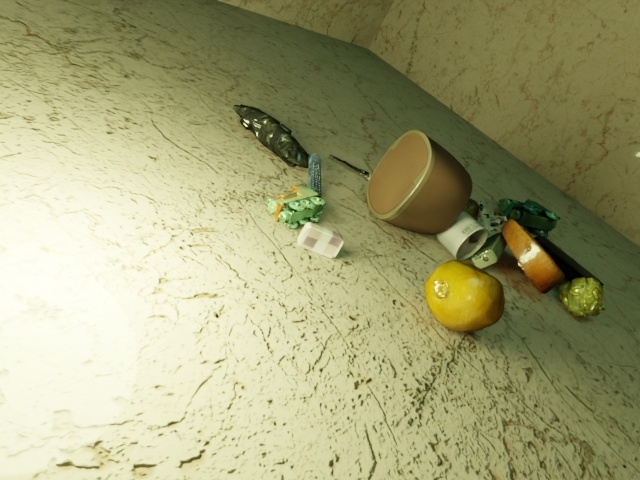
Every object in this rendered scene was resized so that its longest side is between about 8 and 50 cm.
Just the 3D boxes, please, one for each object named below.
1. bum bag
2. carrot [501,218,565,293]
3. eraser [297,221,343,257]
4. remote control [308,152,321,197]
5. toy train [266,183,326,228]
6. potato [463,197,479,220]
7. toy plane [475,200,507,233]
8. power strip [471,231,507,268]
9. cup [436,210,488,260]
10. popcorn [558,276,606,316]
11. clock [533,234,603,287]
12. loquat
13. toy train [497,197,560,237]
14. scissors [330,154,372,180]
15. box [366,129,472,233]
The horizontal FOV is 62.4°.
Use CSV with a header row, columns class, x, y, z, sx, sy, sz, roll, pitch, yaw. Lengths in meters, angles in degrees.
class,x,y,z,sx,sy,sz,roll,pitch,yaw
bum bag,-0.156,-0.341,1.682,0.340,0.095,0.144,46,16,23
carrot,0.721,0.046,1.831,0.258,0.100,0.307,45,17,-25
eraser,0.000,0.000,1.308,0.105,0.065,0.026,20,28,-17
remote control,-0.018,-0.198,1.596,0.043,0.027,0.153,25,50,-38
toy train,-0.067,-0.091,1.392,0.118,0.074,0.176,34,31,26
potato,0.539,-0.132,2.036,0.200,0.081,0.164,14,34,-26
toy plane,0.601,-0.072,1.935,0.082,0.160,0.234,64,25,-16
power strip,0.580,0.032,1.803,0.052,0.078,0.272,61,31,1
cup,0.462,-0.037,1.729,0.173,0.134,0.142,-22,51,-23
popcorn,0.905,0.193,1.810,0.162,0.136,0.141,37,21,16
clock,0.912,0.090,1.992,0.279,0.049,0.273,42,7,13
loquat,0.361,0.141,1.315,0.234,0.176,0.187,14,31,-48
toy train,0.915,-0.116,2.347,0.298,0.120,0.194,10,27,-35
scissors,0.175,-0.232,1.897,0.317,0.024,0.160,27,28,-7
box,0.317,-0.170,1.663,0.216,0.301,0.301,22,29,-25
